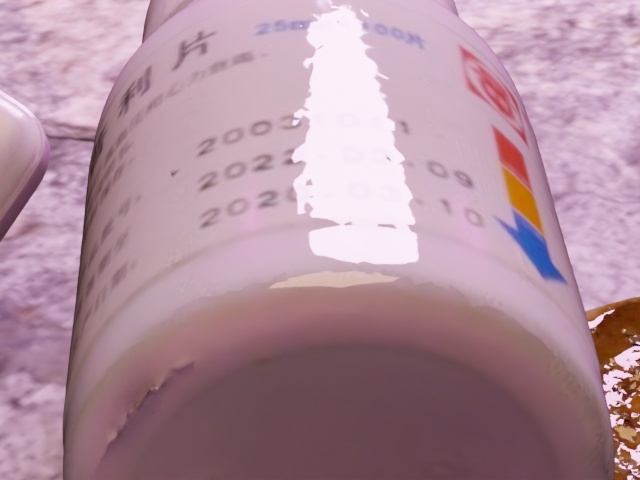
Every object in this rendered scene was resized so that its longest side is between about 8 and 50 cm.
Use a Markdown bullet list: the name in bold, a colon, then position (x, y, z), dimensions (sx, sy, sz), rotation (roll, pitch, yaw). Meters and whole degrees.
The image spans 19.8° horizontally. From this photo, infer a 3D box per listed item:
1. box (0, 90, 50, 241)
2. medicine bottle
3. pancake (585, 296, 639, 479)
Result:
- **box**: position (-0.256, -0.056, 0.713), dimensions (0.285, 0.044, 0.142), rotation (31, 77, 8)
- **medicine bottle**: position (0.000, 0.000, 0.651), dimensions (0.170, 0.170, 0.293), rotation (1, 35, -3)
- **pancake**: position (0.154, 0.070, 0.685), dimensions (0.158, 0.028, 0.158), rotation (3, 36, -2)
